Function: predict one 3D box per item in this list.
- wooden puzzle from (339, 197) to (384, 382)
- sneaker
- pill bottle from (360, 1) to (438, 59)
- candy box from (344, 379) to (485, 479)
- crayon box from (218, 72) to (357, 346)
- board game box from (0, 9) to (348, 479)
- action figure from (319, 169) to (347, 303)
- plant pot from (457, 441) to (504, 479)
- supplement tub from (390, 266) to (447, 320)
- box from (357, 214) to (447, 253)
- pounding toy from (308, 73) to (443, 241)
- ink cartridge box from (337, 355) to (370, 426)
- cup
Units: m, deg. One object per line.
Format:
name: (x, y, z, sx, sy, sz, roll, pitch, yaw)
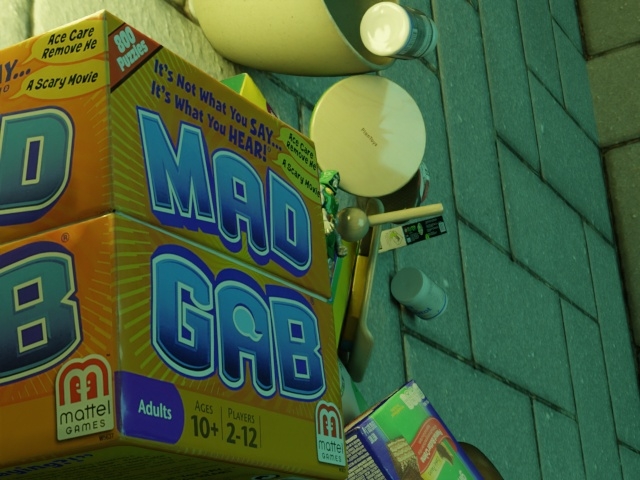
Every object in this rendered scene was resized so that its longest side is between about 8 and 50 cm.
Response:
wooden puzzle: (0.063, 0.081, 1.981, 0.221, 0.044, 0.238, 100, -5, -65)
sneaker: (0.158, -0.096, 2.284, 0.145, 0.090, 0.270, 52, 17, -40)
pill bottle: (0.119, -0.304, 1.835, 0.137, 0.078, 0.078, -9, 84, -64)
candy box: (0.140, 0.376, 1.708, 0.317, 0.122, 0.268, 56, 21, 5)
crayon box: (-0.088, 0.004, 1.769, 0.363, 0.106, 0.313, 56, 33, -36)
board game box: (-0.226, 0.060, 1.172, 0.356, 0.357, 0.356, 27, 54, -58)
action figure: (0.000, 0.000, 1.749, 0.137, 0.064, 0.232, 57, 34, -56)
plant pot: (0.232, 0.439, 2.093, 0.230, 0.215, 0.215, -77, 145, -67)
supplement tub: (0.182, 0.098, 2.296, 0.107, 0.071, 0.071, 37, 45, -51)
box: (0.135, -0.005, 2.209, 0.207, 0.114, 0.036, -15, 89, -65)
pounding toy: (0.064, -0.127, 1.889, 0.110, 0.183, 0.236, 177, -103, -71)
ink cartridge box: (0.043, 0.281, 1.858, 0.181, 0.056, 0.224, 60, 6, -28)
cup: (-0.053, -0.384, 1.896, 0.331, 0.237, 0.331, 38, 44, -51)
